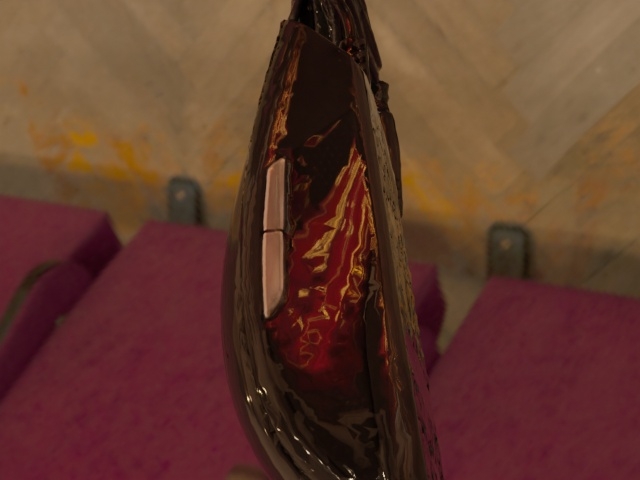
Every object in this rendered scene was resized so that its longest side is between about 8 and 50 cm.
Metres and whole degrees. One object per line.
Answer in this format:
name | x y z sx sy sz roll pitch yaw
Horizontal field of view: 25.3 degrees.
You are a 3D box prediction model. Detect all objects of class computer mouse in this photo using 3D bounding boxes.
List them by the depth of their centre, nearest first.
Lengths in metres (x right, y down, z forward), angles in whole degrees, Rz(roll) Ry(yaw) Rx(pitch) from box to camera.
computer mouse | 0.000 0.000 0.494 0.060 0.184 0.262 -10 72 5
